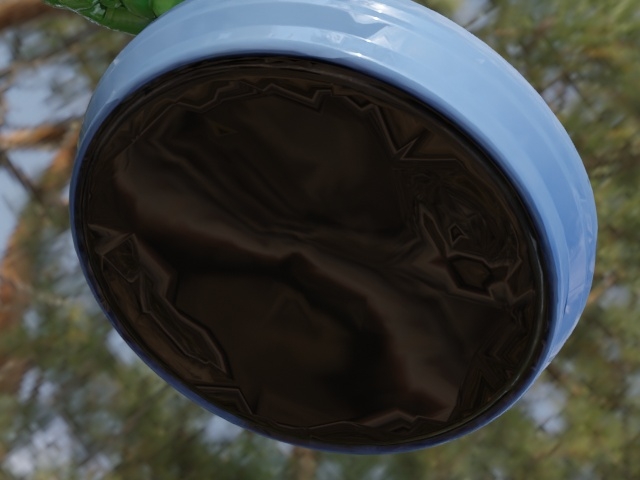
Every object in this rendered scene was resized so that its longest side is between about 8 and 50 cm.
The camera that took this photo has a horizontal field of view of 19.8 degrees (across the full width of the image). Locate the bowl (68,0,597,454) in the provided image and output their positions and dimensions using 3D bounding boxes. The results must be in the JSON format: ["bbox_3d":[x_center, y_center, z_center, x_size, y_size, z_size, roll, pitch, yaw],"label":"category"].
[{"bbox_3d":[0.000,0.000,1.321,0.391,0.077,0.391,10,-50,13],"label":"bowl"}]

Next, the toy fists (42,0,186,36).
[{"bbox_3d":[-0.172,-0.212,1.385,0.279,0.096,0.142,23,-7,38],"label":"toy fists"}]
